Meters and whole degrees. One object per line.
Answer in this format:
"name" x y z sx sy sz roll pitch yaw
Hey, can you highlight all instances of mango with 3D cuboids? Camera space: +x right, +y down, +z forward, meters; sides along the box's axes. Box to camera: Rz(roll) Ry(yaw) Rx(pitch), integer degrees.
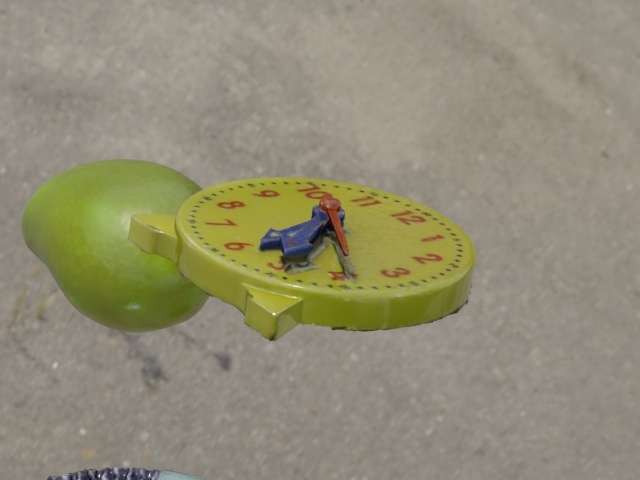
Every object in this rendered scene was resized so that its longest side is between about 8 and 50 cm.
"mango" -0.202 -0.008 1.456 0.185 0.149 0.273 -24 33 -18

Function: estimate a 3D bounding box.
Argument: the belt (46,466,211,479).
"belt" -0.073 0.255 0.674 0.324 0.122 0.260 26 60 14

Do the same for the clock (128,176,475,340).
"clock" 0.002 -0.004 1.265 0.293 0.071 0.277 -12 30 -43
